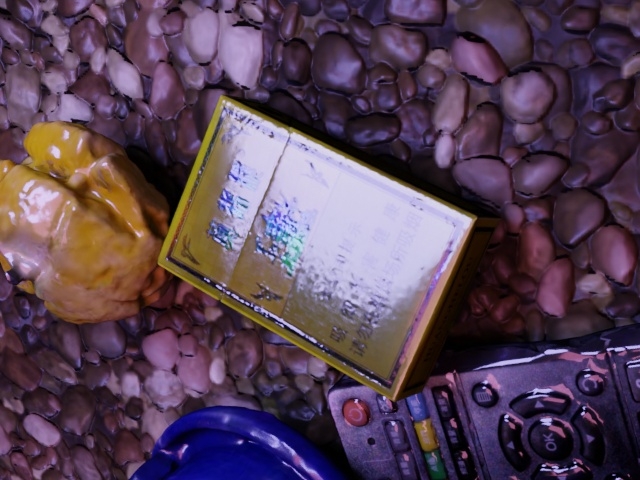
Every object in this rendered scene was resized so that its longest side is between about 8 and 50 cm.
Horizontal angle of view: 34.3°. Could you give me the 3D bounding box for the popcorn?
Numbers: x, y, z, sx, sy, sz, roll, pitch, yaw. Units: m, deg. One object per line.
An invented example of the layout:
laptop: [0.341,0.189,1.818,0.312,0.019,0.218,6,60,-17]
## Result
popcorn: [-0.189,-0.015,0.819,0.148,0.152,0.167,-11,115,28]

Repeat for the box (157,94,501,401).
box: [0.000,0.000,0.747,0.220,0.064,0.141,27,103,23]

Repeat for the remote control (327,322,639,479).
remote control: [0.193,0.119,0.720,0.398,0.062,0.145,-11,100,30]

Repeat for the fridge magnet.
fridge magnet: [-0.047,0.259,0.841,0.265,0.112,0.265,20,125,32]
